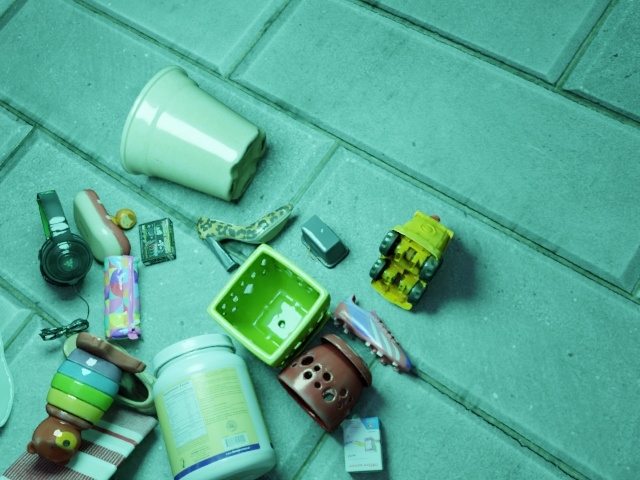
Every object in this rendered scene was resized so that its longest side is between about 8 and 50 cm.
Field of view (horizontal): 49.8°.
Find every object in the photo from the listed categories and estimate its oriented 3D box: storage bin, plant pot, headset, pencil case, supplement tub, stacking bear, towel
[{"bbox_3d":[0.000,0.000,1.850,0.098,0.091,0.135,-41,66,-7],"label":"storage bin"},{"bbox_3d":[0.018,0.337,1.661,0.174,0.191,0.191,-41,67,-16],"label":"plant pot"},{"bbox_3d":[-0.722,0.063,1.877,0.185,0.243,0.394,-17,89,-24],"label":"headset"},{"bbox_3d":[-0.112,0.183,1.732,0.227,0.207,0.228,36,78,21],"label":"plant pot"},{"bbox_3d":[-0.532,0.156,1.863,0.104,0.104,0.236,-9,77,7],"label":"pencil case"},{"bbox_3d":[-0.263,0.416,1.646,0.241,0.241,0.331,-22,66,1],"label":"supplement tub"},{"bbox_3d":[-0.574,0.382,1.634,0.164,0.175,0.289,0,58,47],"label":"stacking bear"},{"bbox_3d":[-0.584,0.518,1.664,0.237,0.037,0.329,11,34,23],"label":"towel"},{"bbox_3d":[-0.332,-0.268,1.921,0.305,0.334,0.334,27,75,7],"label":"plant pot"}]

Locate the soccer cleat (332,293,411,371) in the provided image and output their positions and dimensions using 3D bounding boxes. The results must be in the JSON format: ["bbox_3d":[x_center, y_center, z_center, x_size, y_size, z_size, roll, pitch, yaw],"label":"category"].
[{"bbox_3d":[0.140,0.233,1.738,0.248,0.083,0.095,35,73,24],"label":"soccer cleat"}]

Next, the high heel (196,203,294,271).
[{"bbox_3d":[-0.216,-0.062,1.909,0.261,0.093,0.186,-40,73,3],"label":"high heel"}]

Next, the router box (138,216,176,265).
[{"bbox_3d":[-0.464,0.002,1.961,0.092,0.038,0.122,-13,67,5],"label":"router box"}]

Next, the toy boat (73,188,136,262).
[{"bbox_3d":[-0.598,-0.047,1.969,0.151,0.151,0.231,-21,62,-31],"label":"toy boat"}]

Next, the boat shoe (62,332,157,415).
[{"bbox_3d":[-0.548,0.334,1.802,0.341,0.110,0.122,26,75,19],"label":"boat shoe"}]

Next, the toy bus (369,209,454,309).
[{"bbox_3d":[0.245,0.033,1.760,0.149,0.220,0.211,33,44,14],"label":"toy bus"}]

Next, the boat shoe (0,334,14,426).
[{"bbox_3d":[-0.901,0.369,1.867,0.114,0.091,0.303,5,59,-35],"label":"boat shoe"}]

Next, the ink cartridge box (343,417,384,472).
[{"bbox_3d":[0.103,0.491,1.651,0.088,0.052,0.122,-6,68,7],"label":"ink cartridge box"}]
